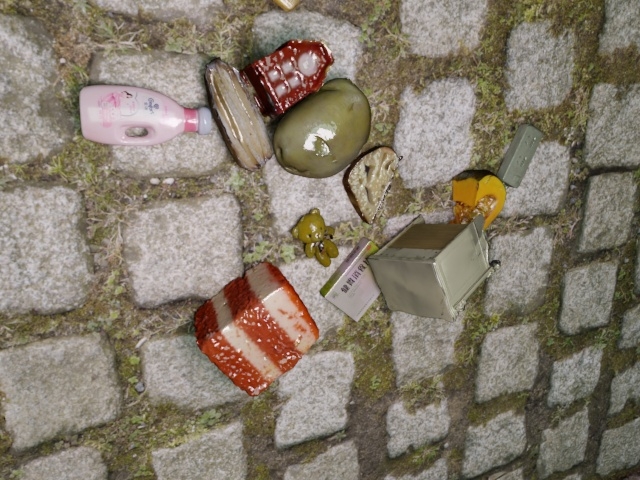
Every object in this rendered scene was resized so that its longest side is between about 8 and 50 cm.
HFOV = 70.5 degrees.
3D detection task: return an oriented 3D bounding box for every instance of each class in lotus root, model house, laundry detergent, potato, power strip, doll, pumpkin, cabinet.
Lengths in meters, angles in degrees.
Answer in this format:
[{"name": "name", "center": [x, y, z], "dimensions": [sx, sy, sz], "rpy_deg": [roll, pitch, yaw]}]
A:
[{"name": "lotus root", "center": [-0.259, -0.361, 1.330], "dimensions": [0.167, 0.078, 0.330], "rpy_deg": [-44, 119, -45]}, {"name": "model house", "center": [-0.081, -0.487, 1.302], "dimensions": [0.253, 0.196, 0.160], "rpy_deg": [-37, 112, -8]}, {"name": "laundry detergent", "center": [-0.474, -0.339, 1.253], "dimensions": [0.334, 0.088, 0.159], "rpy_deg": [-1, 106, -21]}, {"name": "potato", "center": [0.016, -0.325, 1.368], "dimensions": [0.326, 0.221, 0.243], "rpy_deg": [-39, 112, -11]}, {"name": "power strip", "center": [0.753, -0.300, 1.744], "dimensions": [0.093, 0.053, 0.288], "rpy_deg": [20, 96, -25]}, {"name": "doll", "center": [0.000, 0.000, 1.526], "dimensions": [0.137, 0.097, 0.209], "rpy_deg": [-45, 120, -10]}, {"name": "pumpkin", "center": [0.547, -0.134, 1.666], "dimensions": [0.280, 0.139, 0.190], "rpy_deg": [-47, 119, -6]}, {"name": "cabinet", "center": [0.390, 0.078, 1.543], "dimensions": [0.318, 0.289, 0.228], "rpy_deg": [-37, 112, -32]}, {"name": "lotus root", "center": [0.163, -0.203, 1.539], "dimensions": [0.170, 0.074, 0.261], "rpy_deg": [26, 96, -24]}]

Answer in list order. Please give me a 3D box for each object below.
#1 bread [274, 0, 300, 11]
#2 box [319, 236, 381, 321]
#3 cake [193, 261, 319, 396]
[{"name": "bread", "center": [-0.110, -0.719, 1.301], "dimensions": [0.115, 0.056, 0.082], "rpy_deg": [29, 97, -30]}, {"name": "box", "center": [0.144, 0.141, 1.634], "dimensions": [0.175, 0.062, 0.261], "rpy_deg": [39, 90, -26]}, {"name": "cake", "center": [-0.194, 0.268, 1.428], "dimensions": [0.319, 0.269, 0.270], "rpy_deg": [-38, 114, -6]}]
